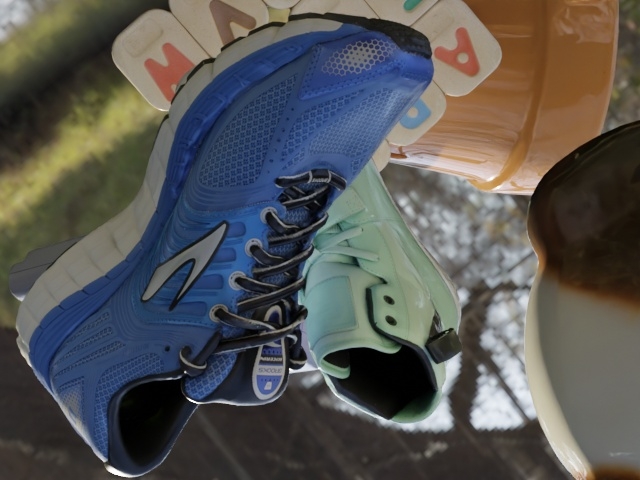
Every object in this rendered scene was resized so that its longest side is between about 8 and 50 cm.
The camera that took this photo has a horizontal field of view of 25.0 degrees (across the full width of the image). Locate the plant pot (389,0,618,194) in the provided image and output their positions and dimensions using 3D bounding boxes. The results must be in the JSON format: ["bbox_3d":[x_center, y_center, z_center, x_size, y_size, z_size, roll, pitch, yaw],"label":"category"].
[{"bbox_3d":[0.101,-0.180,1.240,0.203,0.291,0.291,-2,177,-13],"label":"plant pot"}]

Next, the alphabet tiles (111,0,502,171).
[{"bbox_3d":[-0.010,-0.184,1.073,0.284,0.278,0.021,-42,-169,1],"label":"alphabet tiles"}]

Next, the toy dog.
[{"bbox_3d":[0.262,0.032,0.808,0.395,0.284,0.408,1,-177,32],"label":"toy dog"}]

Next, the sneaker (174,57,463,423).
[{"bbox_3d":[0.001,0.000,0.895,0.094,0.256,0.151,-38,-165,18],"label":"sneaker"}]

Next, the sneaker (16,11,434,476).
[{"bbox_3d":[-0.039,0.012,0.810,0.130,0.147,0.330,4,135,-47],"label":"sneaker"}]

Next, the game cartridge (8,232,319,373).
[{"bbox_3d":[-0.139,0.072,1.441,0.196,0.294,0.060,-18,-125,46],"label":"game cartridge"}]
